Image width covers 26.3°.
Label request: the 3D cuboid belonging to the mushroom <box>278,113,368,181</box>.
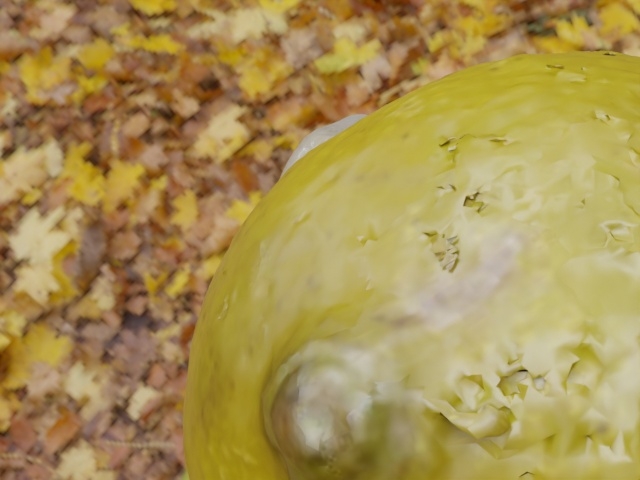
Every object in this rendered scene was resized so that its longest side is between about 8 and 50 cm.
[{"bbox_3d":[-0.001,-0.001,1.049,0.097,0.088,0.212,12,79,29],"label":"mushroom"}]

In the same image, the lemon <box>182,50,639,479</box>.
[{"bbox_3d":[0.085,0.063,0.475,0.258,0.310,0.257,-7,76,29],"label":"lemon"}]
